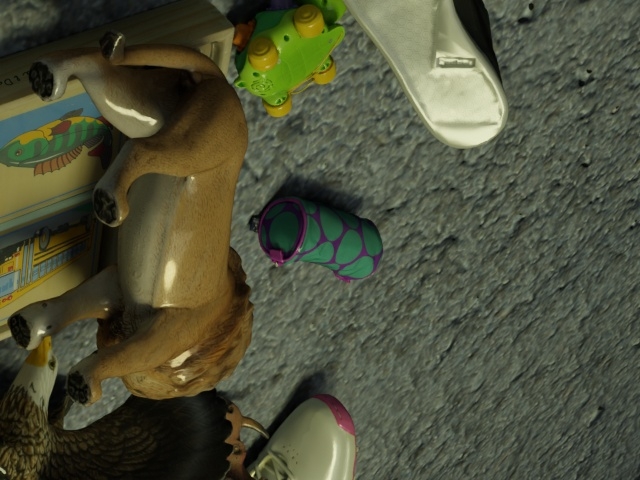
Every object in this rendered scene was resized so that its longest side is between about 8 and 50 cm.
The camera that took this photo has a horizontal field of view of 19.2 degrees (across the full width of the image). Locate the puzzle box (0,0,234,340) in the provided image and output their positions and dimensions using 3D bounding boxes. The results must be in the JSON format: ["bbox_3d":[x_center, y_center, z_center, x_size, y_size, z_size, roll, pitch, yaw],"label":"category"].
[{"bbox_3d":[-0.260,-0.024,1.510,0.409,0.052,0.272,-24,145,-32],"label":"puzzle box"}]

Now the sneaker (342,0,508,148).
[{"bbox_3d":[0.072,-0.230,1.628,0.104,0.147,0.296,-24,120,9],"label":"sneaker"}]

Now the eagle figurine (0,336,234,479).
[{"bbox_3d":[-0.240,0.186,1.623,0.225,0.226,0.298,-52,148,11],"label":"eagle figurine"}]

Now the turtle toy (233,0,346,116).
[{"bbox_3d":[-0.024,-0.172,1.599,0.130,0.066,0.095,-38,151,-13],"label":"turtle toy"}]

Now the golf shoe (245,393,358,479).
[{"bbox_3d":[-0.063,0.300,2.096,0.140,0.115,0.306,-3,129,-45],"label":"golf shoe"}]

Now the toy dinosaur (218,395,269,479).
[{"bbox_3d":[-0.125,0.328,2.005,0.200,0.127,0.296,-23,136,-20],"label":"toy dinosaur"}]

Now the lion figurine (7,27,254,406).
[{"bbox_3d":[-0.121,-0.017,1.503,0.240,0.142,0.392,-23,140,-45],"label":"lion figurine"}]

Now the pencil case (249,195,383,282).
[{"bbox_3d":[0.000,0.000,1.844,0.151,0.064,0.070,15,100,-56],"label":"pencil case"}]
